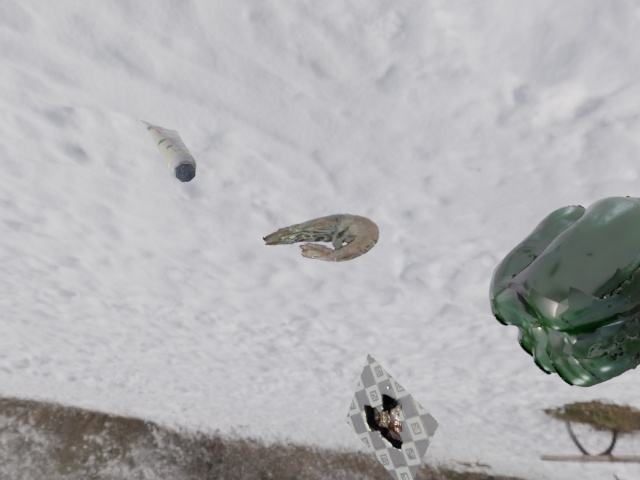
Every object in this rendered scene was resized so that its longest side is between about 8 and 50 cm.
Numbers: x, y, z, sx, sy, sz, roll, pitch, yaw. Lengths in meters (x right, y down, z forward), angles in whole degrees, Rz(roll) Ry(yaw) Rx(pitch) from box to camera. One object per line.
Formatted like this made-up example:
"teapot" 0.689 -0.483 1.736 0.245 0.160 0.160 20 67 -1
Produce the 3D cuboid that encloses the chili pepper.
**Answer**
"chili pepper" 0.394 0.072 0.739 0.256 0.233 0.248 -37 175 -16

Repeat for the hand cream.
"hand cream" -0.282 -0.177 0.963 0.080 0.234 0.050 14 114 -37

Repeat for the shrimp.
"shrimp" 0.000 0.000 0.954 0.223 0.126 0.048 -7 130 7

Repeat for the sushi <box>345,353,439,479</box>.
"sushi" 0.170 0.413 1.177 0.047 0.231 0.220 -6 122 -38
